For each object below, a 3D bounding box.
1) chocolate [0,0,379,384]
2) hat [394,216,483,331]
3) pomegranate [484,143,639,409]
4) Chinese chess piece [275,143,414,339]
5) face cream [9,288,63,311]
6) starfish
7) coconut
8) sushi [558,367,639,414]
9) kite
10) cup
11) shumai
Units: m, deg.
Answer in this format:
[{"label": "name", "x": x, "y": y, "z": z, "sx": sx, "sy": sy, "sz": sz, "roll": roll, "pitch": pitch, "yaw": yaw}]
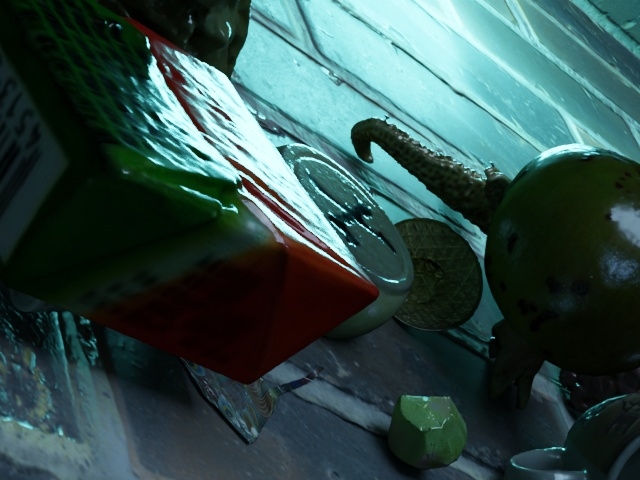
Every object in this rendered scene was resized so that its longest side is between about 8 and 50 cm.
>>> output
[{"label": "chocolate", "x": -0.166, "y": -0.061, "z": 1.543, "sx": 0.341, "sy": 0.161, "sz": 0.360, "roll": 28, "pitch": 20, "yaw": -46}, {"label": "hat", "x": 0.116, "y": 0.051, "z": 2.141, "sx": 0.146, "sy": 0.067, "sz": 0.146, "roll": 7, "pitch": 67, "yaw": -17}, {"label": "pomegranate", "x": 0.292, "y": 0.033, "z": 2.127, "sx": 0.291, "sy": 0.323, "sz": 0.291, "roll": 39, "pitch": 37, "yaw": -38}, {"label": "Chinese chess piece", "x": 0.000, "y": 0.000, "z": 1.939, "sx": 0.238, "sy": 0.092, "sz": 0.238, "roll": 41, "pitch": 23, "yaw": -22}, {"label": "face cream", "x": -0.211, "y": 0.044, "z": 1.515, "sx": 0.034, "sy": 0.034, "sz": 0.130, "roll": 56, "pitch": 22, "yaw": 18}, {"label": "starfish", "x": 0.238, "y": -0.044, "z": 2.395, "sx": 0.324, "sy": 0.082, "sz": 0.432, "roll": 25, "pitch": 0, "yaw": 41}, {"label": "coconut", "x": 0.110, "y": 0.199, "z": 1.843, "sx": 0.082, "sy": 0.081, "sz": 0.083, "roll": 2, "pitch": 27, "yaw": -5}, {"label": "sushi", "x": 0.460, "y": 0.216, "z": 2.384, "sx": 0.270, "sy": 0.171, "sz": 0.236, "roll": 48, "pitch": 20, "yaw": -6}, {"label": "kite", "x": -0.061, "y": 0.126, "z": 1.711, "sx": 0.127, "sy": 0.016, "sz": 0.229, "roll": 57, "pitch": 25, "yaw": 11}, {"label": "cup", "x": 0.340, "y": 0.278, "z": 2.032, "sx": 0.301, "sy": 0.227, "sz": 0.257, "roll": 5, "pitch": 4, "yaw": -14}, {"label": "shumai", "x": -0.163, "y": -0.280, "z": 1.930, "sx": 0.256, "sy": 0.218, "sz": 0.189, "roll": 36, "pitch": 33, "yaw": -30}]
